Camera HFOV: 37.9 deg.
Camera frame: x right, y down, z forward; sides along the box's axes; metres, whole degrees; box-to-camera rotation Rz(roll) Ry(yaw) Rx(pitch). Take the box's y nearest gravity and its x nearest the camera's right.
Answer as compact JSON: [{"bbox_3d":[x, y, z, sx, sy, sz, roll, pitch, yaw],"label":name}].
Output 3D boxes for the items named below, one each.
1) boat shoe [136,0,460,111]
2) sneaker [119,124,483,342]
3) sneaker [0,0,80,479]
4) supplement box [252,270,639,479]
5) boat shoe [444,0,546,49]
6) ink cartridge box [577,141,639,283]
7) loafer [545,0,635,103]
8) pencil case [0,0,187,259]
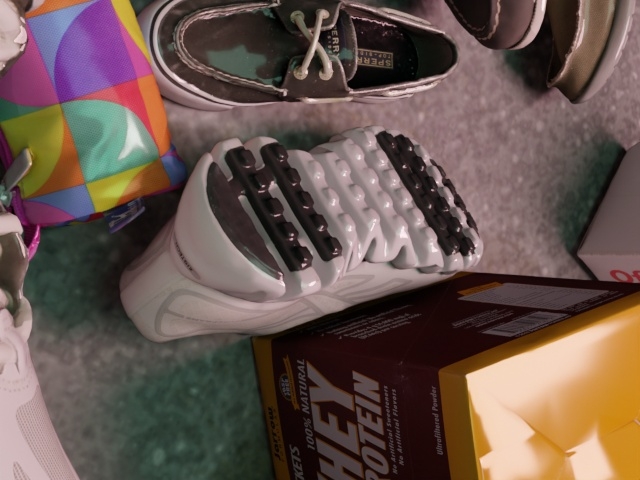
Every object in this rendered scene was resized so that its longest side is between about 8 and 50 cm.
[{"bbox_3d":[-0.008,-0.123,0.581,0.219,0.070,0.078,-7,95,-36],"label":"boat shoe"},{"bbox_3d":[0.000,0.000,0.578,0.292,0.118,0.110,-5,62,-53],"label":"sneaker"},{"bbox_3d":[-0.143,-0.045,0.341,0.257,0.169,0.447,-35,107,-9],"label":"sneaker"},{"bbox_3d":[0.096,0.106,0.584,0.191,0.194,0.129,-14,99,-35],"label":"supplement box"},{"bbox_3d":[0.067,-0.287,0.620,0.095,0.112,0.335,-12,93,-17],"label":"boat shoe"},{"bbox_3d":[0.398,0.055,0.783,0.306,0.226,0.131,42,66,-27],"label":"ink cartridge box"},{"bbox_3d":[0.191,-0.232,0.726,0.087,0.094,0.251,3,91,-2],"label":"loafer"},{"bbox_3d":[-0.144,-0.115,0.469,0.104,0.104,0.236,-24,103,-33],"label":"pencil case"}]
